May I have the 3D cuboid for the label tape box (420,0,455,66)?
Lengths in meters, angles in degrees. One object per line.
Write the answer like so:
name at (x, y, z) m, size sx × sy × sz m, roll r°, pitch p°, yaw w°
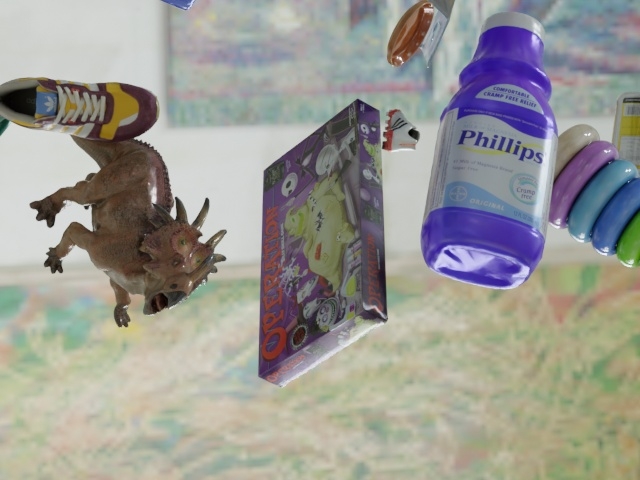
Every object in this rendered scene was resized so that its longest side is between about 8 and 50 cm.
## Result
label tape box at (0.157, -0.430, 2.175) m, size 0.249 × 0.115 × 0.347 m, roll -79°, pitch -171°, yaw -77°

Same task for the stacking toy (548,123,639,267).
stacking toy at (0.419, -0.004, 2.015) m, size 0.330 × 0.141 × 0.141 m, roll 39°, pitch -30°, yaw 22°

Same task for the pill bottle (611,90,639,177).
pill bottle at (0.503, -0.135, 2.470) m, size 0.103 × 0.103 × 0.184 m, roll 163°, pitch -65°, yaw -82°

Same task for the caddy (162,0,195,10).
caddy at (-0.118, -0.354, 1.290) m, size 0.341 × 0.179 × 0.241 m, roll -60°, pitch -170°, yaw 13°

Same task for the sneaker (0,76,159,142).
sneaker at (-0.272, -0.144, 1.745) m, size 0.084 × 0.186 × 0.069 m, roll -5°, pitch 97°, yaw -74°

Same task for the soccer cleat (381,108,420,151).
soccer cleat at (0.078, -0.104, 1.524) m, size 0.083 × 0.036 × 0.029 m, roll -75°, pitch 171°, yaw -67°

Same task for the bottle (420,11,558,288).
bottle at (0.172, -0.094, 1.552) m, size 0.092 × 0.118 × 0.282 m, roll 111°, pitch -8°, yaw -61°

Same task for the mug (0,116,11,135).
mug at (-0.438, -0.090, 1.891) m, size 0.097 × 0.158 × 0.129 m, roll 123°, pitch -43°, yaw -69°

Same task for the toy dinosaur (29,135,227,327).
toy dinosaur at (-0.202, -0.031, 1.761) m, size 0.127 × 0.200 × 0.295 m, roll 14°, pitch 54°, yaw -53°

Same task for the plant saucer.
plant saucer at (0.100, -0.236, 1.799) m, size 0.083 × 0.013 × 0.083 m, roll -49°, pitch 160°, yaw -25°

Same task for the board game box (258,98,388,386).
board game box at (0.000, 0.000, 2.094) m, size 0.208 × 0.056 × 0.346 m, roll -39°, pitch -141°, yaw 40°
